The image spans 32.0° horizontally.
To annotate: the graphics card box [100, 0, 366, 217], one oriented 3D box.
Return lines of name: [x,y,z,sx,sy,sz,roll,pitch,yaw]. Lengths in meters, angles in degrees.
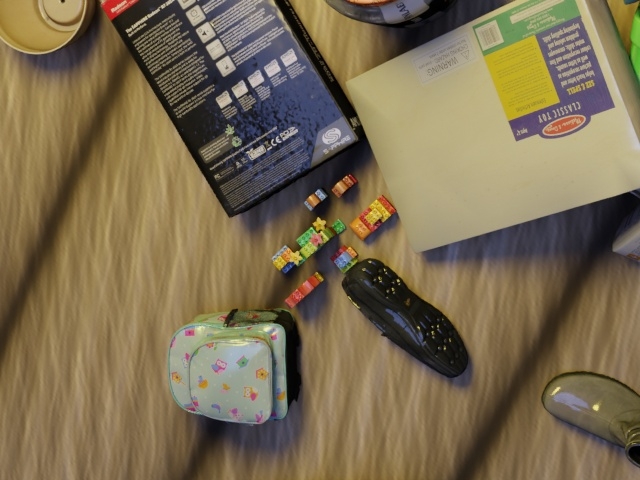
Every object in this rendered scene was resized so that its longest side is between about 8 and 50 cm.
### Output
graphics card box: [-0.122,-0.247,1.618,0.233,0.094,0.371,-31,90,15]

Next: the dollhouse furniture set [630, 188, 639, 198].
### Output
dollhouse furniture set: [0.487,-0.069,1.525,0.152,0.058,0.076,34,104,6]

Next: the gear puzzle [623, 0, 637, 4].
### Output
gear puzzle: [0.465,-0.381,1.372,0.175,0.339,0.044,-2,129,34]

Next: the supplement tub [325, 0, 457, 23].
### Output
supplement tub: [0.089,-0.373,1.434,0.194,0.316,0.193,2,100,13]

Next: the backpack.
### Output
backpack: [-0.137,0.189,1.669,0.188,0.144,0.165,2,105,16]

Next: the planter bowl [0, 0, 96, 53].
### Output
planter bowl: [-0.400,-0.357,1.655,0.162,0.109,0.162,2,99,13]

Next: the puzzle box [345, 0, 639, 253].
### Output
puzzle box: [0.232,-0.153,1.470,0.409,0.052,0.272,-17,95,47]

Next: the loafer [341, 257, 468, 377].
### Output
loafer: [0.124,0.119,1.639,0.223,0.076,0.078,44,142,-4]

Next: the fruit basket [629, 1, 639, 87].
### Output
fruit basket: [0.579,-0.258,1.385,0.392,0.283,0.392,9,118,17]

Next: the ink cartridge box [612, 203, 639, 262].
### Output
ink cartridge box: [0.564,0.005,1.398,0.307,0.303,0.072,21,70,0]

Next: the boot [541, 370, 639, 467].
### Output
boot: [0.427,0.261,1.539,0.247,0.161,0.083,19,102,9]

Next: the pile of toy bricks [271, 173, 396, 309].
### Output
pile of toy bricks: [0.000,0.000,1.624,0.212,0.105,0.118,-43,88,15]
